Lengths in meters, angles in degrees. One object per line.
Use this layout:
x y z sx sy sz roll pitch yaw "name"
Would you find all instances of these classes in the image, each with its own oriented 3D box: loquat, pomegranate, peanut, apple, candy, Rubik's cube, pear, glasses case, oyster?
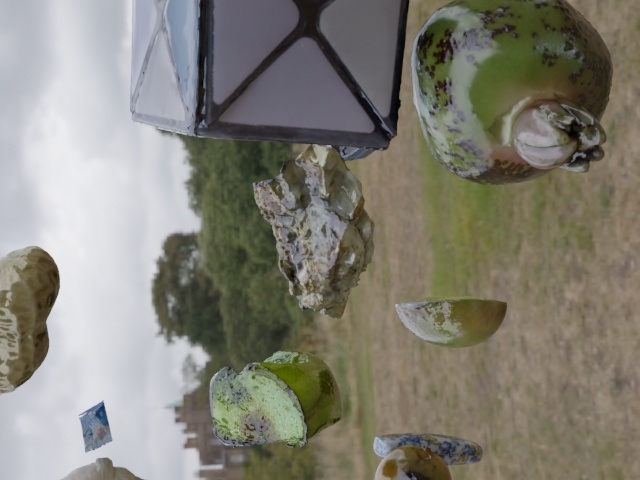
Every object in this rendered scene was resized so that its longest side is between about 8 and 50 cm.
0.179 0.472 1.756 0.137 0.163 0.163 -103 11 -73 "loquat"
0.269 -0.183 1.199 0.340 0.285 0.284 -114 20 -54 "pomegranate"
-0.520 0.143 1.533 0.120 0.136 0.298 53 134 45 "peanut"
0.272 0.179 2.043 0.265 0.193 0.120 -10 75 52 "apple"
-0.605 0.503 2.449 0.038 0.088 0.136 54 -171 -50 "candy"
-0.078 -0.291 1.215 0.307 0.305 0.310 -159 73 -64 "Rubik's cube"
-0.052 0.295 1.778 0.255 0.238 0.163 -11 -91 -50 "pear"
0.237 0.458 2.002 0.087 0.248 0.065 -176 93 -68 "glasses case"
0.003 0.001 1.659 0.107 0.201 0.354 -85 -20 -59 "oyster"

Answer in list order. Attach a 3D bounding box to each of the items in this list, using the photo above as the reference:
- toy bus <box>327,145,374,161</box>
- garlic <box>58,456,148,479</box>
0.064 -0.327 2.335 0.116 0.134 0.234 -35 76 40 "toy bus"
-0.495 0.642 1.981 0.241 0.322 0.321 -112 19 -87 "garlic"
